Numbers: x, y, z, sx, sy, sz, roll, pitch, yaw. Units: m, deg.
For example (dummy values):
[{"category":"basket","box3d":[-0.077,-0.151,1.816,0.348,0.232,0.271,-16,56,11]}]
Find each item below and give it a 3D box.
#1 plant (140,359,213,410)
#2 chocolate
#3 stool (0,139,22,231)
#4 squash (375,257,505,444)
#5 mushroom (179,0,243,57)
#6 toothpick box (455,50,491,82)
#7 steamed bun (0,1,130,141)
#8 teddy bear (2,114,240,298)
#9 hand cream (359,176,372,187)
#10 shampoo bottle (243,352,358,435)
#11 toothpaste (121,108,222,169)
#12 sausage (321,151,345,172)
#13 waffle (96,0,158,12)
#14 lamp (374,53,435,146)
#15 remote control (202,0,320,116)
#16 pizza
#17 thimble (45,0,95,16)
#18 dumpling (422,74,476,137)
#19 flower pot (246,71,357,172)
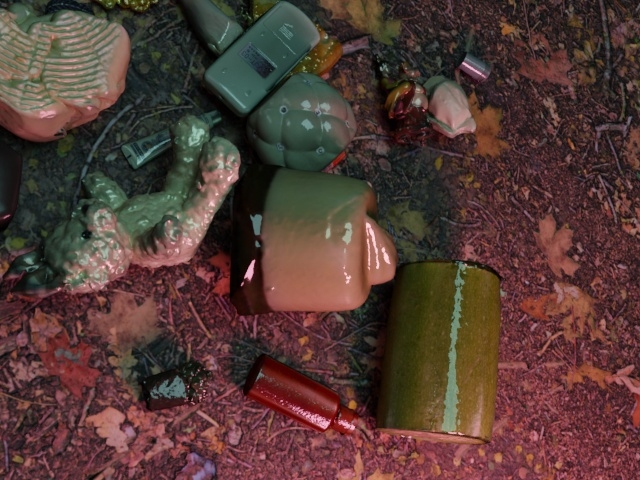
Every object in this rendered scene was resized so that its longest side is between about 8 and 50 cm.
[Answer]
[{"category":"plant","box3d":[-0.291,0.298,1.711,0.143,0.094,0.092,-12,72,-23]},{"category":"chocolate","box3d":[0.000,0.000,1.740,0.326,0.296,0.314,-2,95,-66]},{"category":"stool","box3d":[-0.684,-0.103,1.588,0.232,0.141,0.232,7,74,-24]},{"category":"squash","box3d":[0.272,0.256,1.901,0.263,0.263,0.385,15,71,-22]},{"category":"mushroom","box3d":[-0.268,-0.534,1.922,0.099,0.096,0.278,-32,92,-37]},{"category":"toothpick box","box3d":[0.414,-0.469,2.265,0.083,0.052,0.052,27,67,-16]},{"category":"steamed bun","box3d":[-0.544,-0.329,1.674,0.319,0.206,0.275,0,76,-22]},{"category":"teddy bear","box3d":[-0.394,-0.065,1.635,0.362,0.327,0.376,4,115,-41]},{"category":"hand cream","box3d":[0.076,-0.041,1.987,0.052,0.075,0.248,22,66,-14]},{"category":"shampoo bottle","box3d":[-0.037,0.348,1.836,0.260,0.064,0.102,30,66,-17]},{"category":"toothpaste","box3d":[-0.324,-0.230,1.853,0.239,0.039,0.062,-31,88,-27]},{"category":"sausage","box3d":[0.007,-0.176,2.005,0.129,0.034,0.034,-43,98,-27]},{"category":"waffle","box3d":[-0.457,-0.630,1.883,0.237,0.058,0.243,28,69,-21]},{"category":"lamp","box3d":[0.211,-0.365,2.107,0.118,0.118,0.253,-2,71,-26]},{"category":"remote control","box3d":[-0.130,-0.419,1.903,0.140,0.056,0.296,43,67,-7]},{"category":"pizza","box3d":[-0.092,-0.500,2.015,0.279,0.075,0.288,-25,86,-29]},{"category":"thimble","box3d":[-0.531,-0.465,1.777,0.104,0.095,0.066,2,74,-11]},{"category":"dumpling","box3d":[0.318,-0.341,2.158,0.136,0.118,0.199,-23,60,-15]},{"category":"flower pot","box3d":[-0.046,-0.256,1.883,0.195,0.246,0.246,45,63,-14]}]
